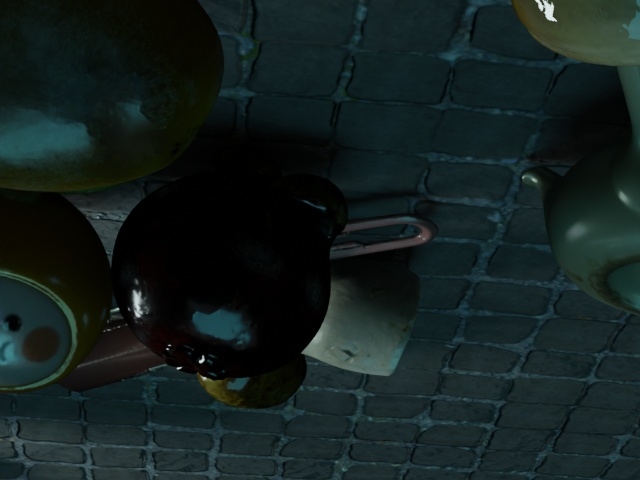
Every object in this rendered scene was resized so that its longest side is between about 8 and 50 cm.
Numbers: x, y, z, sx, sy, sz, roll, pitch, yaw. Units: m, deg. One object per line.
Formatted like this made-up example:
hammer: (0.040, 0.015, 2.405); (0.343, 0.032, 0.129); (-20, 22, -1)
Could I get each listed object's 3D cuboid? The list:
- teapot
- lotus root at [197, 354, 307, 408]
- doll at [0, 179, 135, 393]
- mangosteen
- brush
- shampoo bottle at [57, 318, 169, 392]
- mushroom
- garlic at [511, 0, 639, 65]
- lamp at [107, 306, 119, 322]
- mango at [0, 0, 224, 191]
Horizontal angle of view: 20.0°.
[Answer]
teapot: (0.296, -0.050, 1.465); (0.220, 0.149, 0.318); (12, 154, -4)
lotus root: (-0.062, 0.130, 1.936); (0.094, 0.108, 0.191); (37, -176, 32)
doll: (-0.283, 0.009, 1.634); (0.213, 0.213, 0.236); (12, 111, -19)
mangosteen: (-0.083, 0.022, 1.591); (0.210, 0.210, 0.210); (2, 154, 1)
brush: (0.000, 0.000, 1.715); (0.233, 0.047, 0.103); (-11, 151, 22)
shampoo bottle: (-0.236, 0.123, 1.964); (0.236, 0.067, 0.068); (-15, 150, 29)
mushroom: (-0.004, 0.068, 1.792); (0.225, 0.116, 0.093); (7, 153, 21)
garlic: (0.245, -0.195, 1.228); (0.245, 0.145, 0.164); (-6, -175, 14)
lamp: (-0.197, 0.055, 1.873); (0.050, 0.056, 0.198); (21, 160, -37)
mango: (-0.228, -0.133, 1.306); (0.316, 0.192, 0.146); (6, -169, -9)
